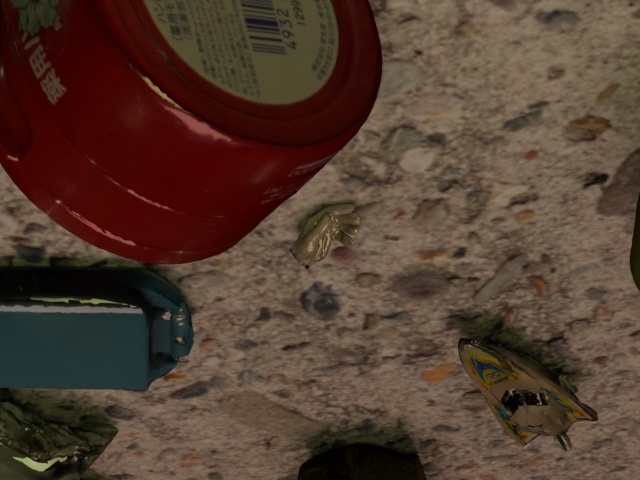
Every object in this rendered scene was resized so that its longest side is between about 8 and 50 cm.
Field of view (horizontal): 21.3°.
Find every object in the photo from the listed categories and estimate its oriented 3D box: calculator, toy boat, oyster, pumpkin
[{"bbox_3d":[-0.257,0.078,1.489,0.293,0.051,0.173,1,149,-4],"label":"calculator"},{"bbox_3d":[0.182,0.135,1.598,0.084,0.066,0.210,-22,143,26],"label":"toy boat"},{"bbox_3d":[-0.342,0.192,1.632,0.252,0.087,0.199,-17,136,6],"label":"oyster"},{"bbox_3d":[0.063,0.358,1.801,0.139,0.222,0.317,-7,149,5],"label":"pumpkin"}]

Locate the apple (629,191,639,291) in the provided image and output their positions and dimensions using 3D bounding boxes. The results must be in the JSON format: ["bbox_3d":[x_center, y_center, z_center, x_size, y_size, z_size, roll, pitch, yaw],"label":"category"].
[{"bbox_3d":[0.360,0.010,1.209,0.254,0.292,0.292,4,154,28],"label":"apple"}]

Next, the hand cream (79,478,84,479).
[{"bbox_3d":[-0.316,0.258,1.784,0.270,0.061,0.120,33,138,-32],"label":"hand cream"}]

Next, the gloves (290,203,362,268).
[{"bbox_3d":[0.000,-0.002,1.389,0.081,0.037,0.044,-30,166,21],"label":"gloves"}]

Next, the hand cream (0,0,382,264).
[{"bbox_3d":[-0.085,-0.112,1.035,0.230,0.230,0.149,20,142,-31],"label":"hand cream"}]
